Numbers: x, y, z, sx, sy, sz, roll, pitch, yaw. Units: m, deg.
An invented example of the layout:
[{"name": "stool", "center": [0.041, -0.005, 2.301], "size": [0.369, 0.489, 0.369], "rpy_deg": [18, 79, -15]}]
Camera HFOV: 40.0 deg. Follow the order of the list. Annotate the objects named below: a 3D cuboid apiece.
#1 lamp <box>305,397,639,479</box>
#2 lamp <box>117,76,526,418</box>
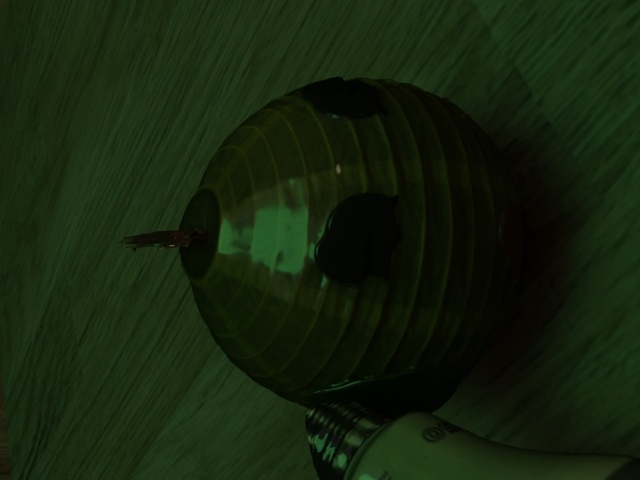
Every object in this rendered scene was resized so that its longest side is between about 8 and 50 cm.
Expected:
[{"name": "lamp", "center": [0.110, 0.168, 0.445], "size": [0.314, 0.182, 0.181], "rpy_deg": [29, 114, 20]}, {"name": "lamp", "center": [0.000, 0.000, 0.624], "size": [0.250, 0.285, 0.250], "rpy_deg": [-17, 71, 62]}]
